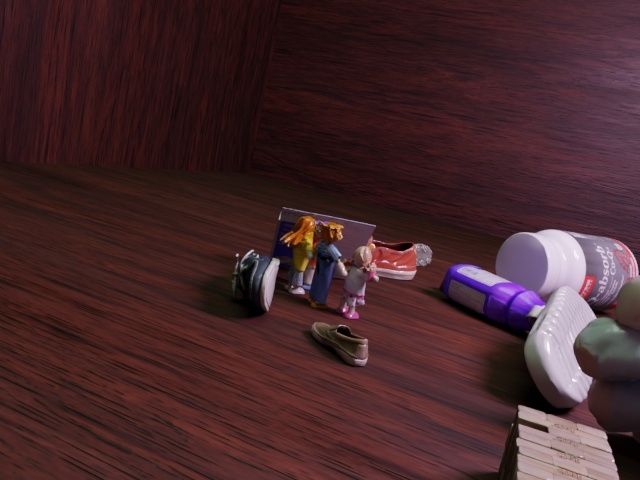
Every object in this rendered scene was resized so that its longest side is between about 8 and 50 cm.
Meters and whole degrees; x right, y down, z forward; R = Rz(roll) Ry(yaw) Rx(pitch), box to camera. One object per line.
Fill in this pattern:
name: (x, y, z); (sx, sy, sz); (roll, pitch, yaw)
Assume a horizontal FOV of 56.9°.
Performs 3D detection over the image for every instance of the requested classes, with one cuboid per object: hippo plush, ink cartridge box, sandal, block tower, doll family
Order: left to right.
doll family: (-0.003, 0.038, 1.151); (0.118, 0.163, 0.263); (6, 12, -33)
ink cartridge box: (0.000, 0.000, 1.320); (0.206, 0.208, 0.045); (11, 51, -7)
sandal: (0.409, 0.178, 1.029); (0.102, 0.169, 0.416); (-29, -14, 31)
block tower: (0.191, 0.240, 0.478); (0.097, 0.091, 0.335); (14, 10, 16)
hippo plush: (0.469, 0.196, 0.694); (0.294, 0.234, 0.236); (17, 17, 0)

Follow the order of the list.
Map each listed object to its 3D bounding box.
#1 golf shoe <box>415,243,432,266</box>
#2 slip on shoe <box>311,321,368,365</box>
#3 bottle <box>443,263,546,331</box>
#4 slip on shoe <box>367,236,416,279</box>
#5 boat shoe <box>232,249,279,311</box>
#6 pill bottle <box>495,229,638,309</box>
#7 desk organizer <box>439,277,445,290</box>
golf shoe: (0.254, 0.036, 1.769); (0.176, 0.069, 0.086); (7, 5, -33)
slip on shoe: (0.031, 0.150, 0.922); (0.051, 0.041, 0.135); (7, 11, -28)
bottle: (0.401, 0.133, 1.318); (0.118, 0.092, 0.283); (5, 12, -31)
slip on shoe: (0.097, 0.028, 1.517); (0.331, 0.101, 0.123); (8, 12, -15)
boat shoe: (-0.119, 0.064, 1.066); (0.079, 0.095, 0.254); (13, 8, -4)
pill bottle: (0.659, 0.081, 1.588); (0.363, 0.210, 0.210); (5, 12, -32)
desk organizer: (0.374, 0.118, 1.504); (0.130, 0.047, 0.050); (11, 8, -8)
